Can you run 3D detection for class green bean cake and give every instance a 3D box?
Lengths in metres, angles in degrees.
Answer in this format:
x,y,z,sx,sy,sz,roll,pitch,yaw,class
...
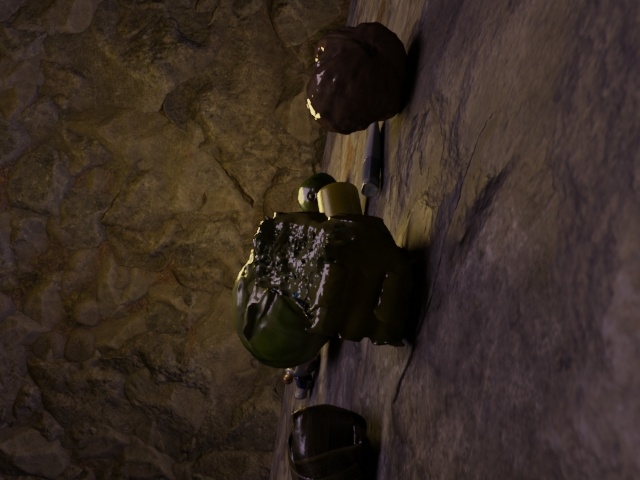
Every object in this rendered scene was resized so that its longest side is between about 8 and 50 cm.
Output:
x,y,z,sx,sy,sz,roll,pitch,yaw,class
0.018,0.041,0.877,0.310,0.285,0.202,-129,53,-81,green bean cake

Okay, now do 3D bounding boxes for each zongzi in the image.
x,y,z,sx,sy,sz,roll,pitch,yaw,class
0.010,0.489,0.970,0.289,0.154,0.317,91,180,-71,zongzi

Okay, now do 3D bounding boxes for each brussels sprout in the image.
x,y,z,sx,sy,sz,roll,pitch,yaw,class
-0.117,0.228,1.599,0.425,0.343,0.361,-53,-21,-77,brussels sprout

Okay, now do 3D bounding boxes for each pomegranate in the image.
x,y,z,sx,sy,sz,roll,pitch,yaw,class
0.015,-0.175,1.947,0.225,0.187,0.187,-19,-57,-62,pomegranate

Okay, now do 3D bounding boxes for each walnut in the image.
x,y,z,sx,sy,sz,roll,pitch,yaw,class
0.085,-0.378,1.160,0.273,0.227,0.273,-168,90,-81,walnut

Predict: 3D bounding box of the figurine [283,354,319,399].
x,y,z,sx,sy,sz,roll,pitch,yaw,class
-0.074,0.507,1.904,0.194,0.133,0.274,-29,-54,-67,figurine

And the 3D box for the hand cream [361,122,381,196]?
x,y,z,sx,sy,sz,roll,pitch,yaw,class
0.137,-0.227,1.302,0.079,0.048,0.255,104,173,-54,hand cream

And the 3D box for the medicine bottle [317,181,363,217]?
x,y,z,sx,sy,sz,roll,pitch,yaw,class
0.064,-0.049,1.400,0.122,0.122,0.212,111,152,-66,medicine bottle
